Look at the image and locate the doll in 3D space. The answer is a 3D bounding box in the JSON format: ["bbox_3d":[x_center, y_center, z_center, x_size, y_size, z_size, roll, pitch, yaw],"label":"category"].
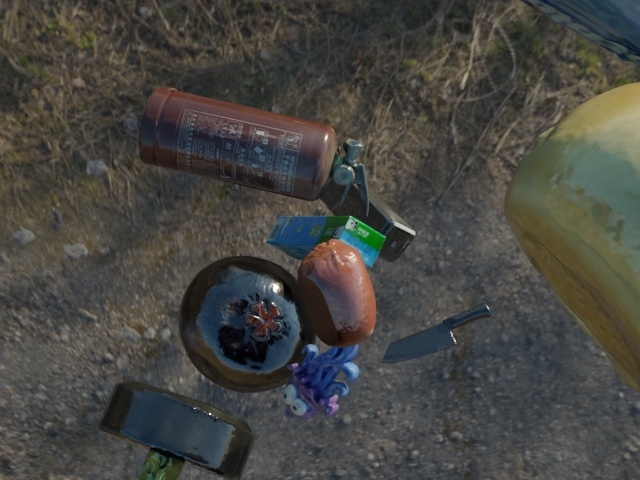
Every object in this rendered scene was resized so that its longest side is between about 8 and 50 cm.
[{"bbox_3d":[0.002,0.210,1.188,0.110,0.206,0.067,49,25,27],"label":"doll"}]

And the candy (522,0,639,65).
[{"bbox_3d":[0.162,-0.137,0.385,0.331,0.187,0.077,34,101,3],"label":"candy"}]

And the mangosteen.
[{"bbox_3d":[-0.153,0.167,1.494,0.275,0.302,0.274,5,76,-22],"label":"mangosteen"}]

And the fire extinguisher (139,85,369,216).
[{"bbox_3d":[-0.067,-0.100,0.883,0.269,0.105,0.104,13,69,2],"label":"fire extinguisher"}]

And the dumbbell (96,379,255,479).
[{"bbox_3d":[-0.231,0.362,0.971,0.204,0.203,0.322,21,70,-1],"label":"dumbbell"}]

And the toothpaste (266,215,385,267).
[{"bbox_3d":[0.000,0.000,1.094,0.065,0.267,0.050,32,79,-20],"label":"toothpaste"}]

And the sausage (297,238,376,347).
[{"bbox_3d":[0.017,0.045,0.635,0.054,0.059,0.094,-36,122,-33],"label":"sausage"}]

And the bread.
[{"bbox_3d":[0.400,0.005,0.891,0.253,0.348,0.376,-39,67,3],"label":"bread"}]

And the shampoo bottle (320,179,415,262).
[{"bbox_3d":[0.077,-0.060,1.453,0.079,0.080,0.246,-53,44,13],"label":"shampoo bottle"}]

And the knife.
[{"bbox_3d":[0.221,0.185,1.445,0.231,0.028,0.060,-23,53,1],"label":"knife"}]
